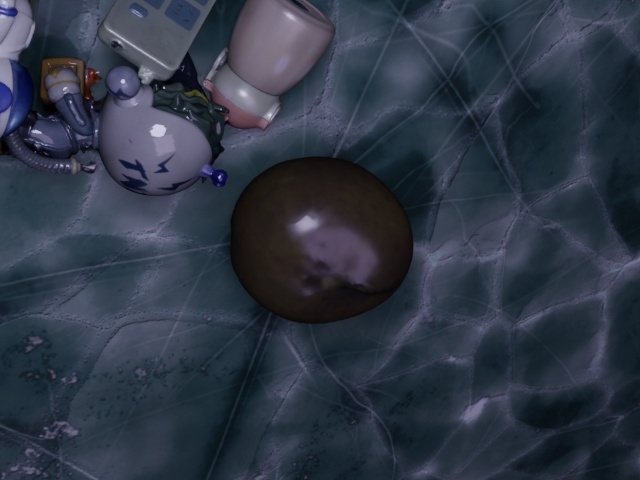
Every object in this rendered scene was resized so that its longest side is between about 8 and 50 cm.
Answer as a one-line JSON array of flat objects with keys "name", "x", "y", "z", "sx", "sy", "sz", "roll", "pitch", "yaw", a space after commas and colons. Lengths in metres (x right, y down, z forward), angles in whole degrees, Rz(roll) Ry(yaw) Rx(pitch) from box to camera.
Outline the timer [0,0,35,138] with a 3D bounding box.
[{"name": "timer", "x": -0.413, "y": -0.307, "z": 1.046, "sx": 0.271, "sy": 0.270, "sz": 0.383, "roll": 5, "pitch": 100, "yaw": -28}]

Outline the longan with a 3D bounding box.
[{"name": "longan", "x": 0.000, "y": 0.000, "z": 1.484, "sx": 0.319, "sy": 0.319, "sz": 0.318, "roll": -12, "pitch": 123, "yaw": -19}]

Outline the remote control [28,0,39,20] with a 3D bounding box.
[{"name": "remote control", "x": -0.435, "y": -0.381, "z": 1.206, "sx": 0.072, "sy": 0.042, "sz": 0.221, "roll": 3, "pitch": 116, "yaw": -27}]

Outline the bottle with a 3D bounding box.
[{"name": "bottle", "x": -0.094, "y": -0.284, "z": 1.371, "sx": 0.148, "sy": 0.147, "sz": 0.236, "roll": 20, "pitch": 115, "yaw": -33}]

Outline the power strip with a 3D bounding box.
[{"name": "power strip", "x": -0.221, "y": -0.347, "z": 1.221, "sx": 0.118, "sy": 0.046, "sz": 0.270, "roll": 33, "pitch": 57, "yaw": -20}]

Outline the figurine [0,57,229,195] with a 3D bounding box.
[{"name": "figurine", "x": -0.327, "y": -0.171, "z": 1.283, "sx": 0.382, "sy": 0.261, "sz": 0.186, "roll": 8, "pitch": 81, "yaw": -9}]

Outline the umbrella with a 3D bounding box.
[{"name": "umbrella", "x": -0.218, "y": -0.238, "z": 1.393, "sx": 0.071, "sy": 0.071, "sz": 0.248, "roll": -32, "pitch": 134, "yaw": -6}]
